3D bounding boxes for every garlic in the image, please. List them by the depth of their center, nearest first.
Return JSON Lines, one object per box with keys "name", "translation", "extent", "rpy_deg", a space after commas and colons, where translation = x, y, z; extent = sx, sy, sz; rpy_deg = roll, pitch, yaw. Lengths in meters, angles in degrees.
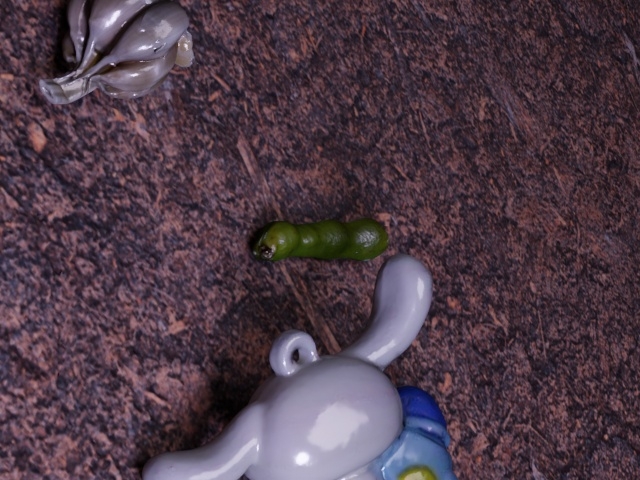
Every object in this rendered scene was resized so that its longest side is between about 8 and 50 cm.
{"name": "garlic", "translation": [-0.224, -0.203, 1.586], "extent": [0.131, 0.127, 0.194], "rpy_deg": [36, 48, 24]}

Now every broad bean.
{"name": "broad bean", "translation": [0.000, 0.000, 1.832], "extent": [0.256, 0.052, 0.052], "rpy_deg": [-3, 114, -53]}

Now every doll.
{"name": "doll", "translation": [0.028, 0.253, 1.640], "extent": [0.376, 0.187, 0.366], "rpy_deg": [-31, 110, -10]}
